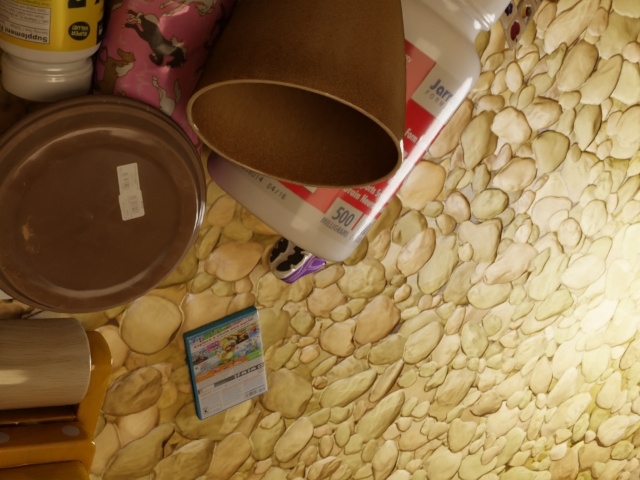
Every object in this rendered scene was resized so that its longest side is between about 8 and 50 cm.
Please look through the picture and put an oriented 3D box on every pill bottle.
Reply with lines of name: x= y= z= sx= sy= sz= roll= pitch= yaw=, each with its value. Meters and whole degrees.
pill bottle: x=-0.296 y=-0.266 z=1.254 sx=0.119 sy=0.119 sz=0.208 roll=-9 pitch=124 yaw=-31
pill bottle: x=0.055 y=-0.193 z=1.471 sx=0.229 sy=0.229 sz=0.407 roll=29 pitch=100 yaw=-43

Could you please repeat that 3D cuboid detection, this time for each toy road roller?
toy road roller: x=-0.375 y=0.282 z=1.475 sx=0.203 sy=0.240 sz=0.329 roll=0 pitch=118 yaw=-36

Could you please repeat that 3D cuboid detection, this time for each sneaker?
sneaker: x=0.000 y=0.000 z=1.690 sx=0.170 sy=0.068 sz=0.071 roll=-36 pitch=149 yaw=1

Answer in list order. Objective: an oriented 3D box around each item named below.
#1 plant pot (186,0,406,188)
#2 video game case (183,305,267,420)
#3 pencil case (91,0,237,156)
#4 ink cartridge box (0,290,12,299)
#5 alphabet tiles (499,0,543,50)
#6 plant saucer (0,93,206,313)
plant pot: x=0.000 y=-0.222 z=1.268 sx=0.237 sy=0.237 sz=0.254 roll=34 pitch=62 yaw=-44
video game case: x=-0.141 y=0.186 z=1.733 sx=0.119 sy=0.015 sz=0.166 roll=-21 pitch=129 yaw=-22
pencil case: x=-0.186 y=-0.187 z=1.358 sx=0.167 sy=0.160 sz=0.386 roll=9 pitch=114 yaw=-19
ink cartridge box: x=-0.398 y=-0.013 z=1.343 sx=0.176 sy=0.128 sz=0.127 roll=-3 pitch=120 yaw=-33
alphabet tiles: x=0.284 y=-0.412 z=1.570 sx=0.237 sy=0.009 sz=0.198 roll=-58 pitch=139 yaw=-27
plant saucer: x=-0.256 y=-0.030 z=1.294 sx=0.278 sy=0.041 sz=0.277 roll=-13 pitch=123 yaw=-20
